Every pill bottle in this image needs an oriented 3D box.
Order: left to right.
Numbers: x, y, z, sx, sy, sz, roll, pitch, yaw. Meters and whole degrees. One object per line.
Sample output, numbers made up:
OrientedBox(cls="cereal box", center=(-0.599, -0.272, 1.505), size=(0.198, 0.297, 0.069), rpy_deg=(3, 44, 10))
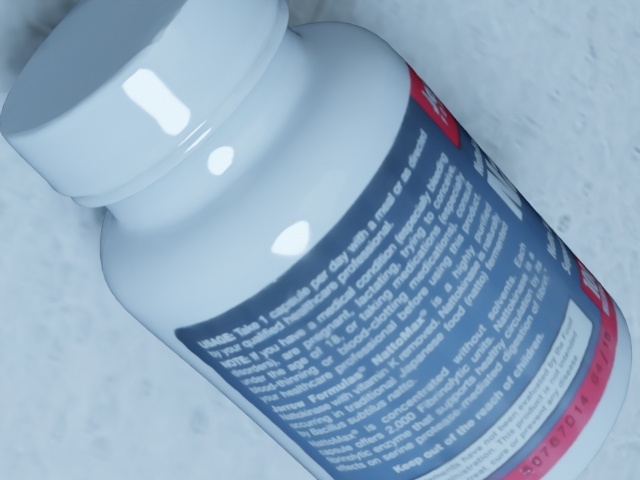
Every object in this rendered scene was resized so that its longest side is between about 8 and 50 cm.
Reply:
OrientedBox(cls="pill bottle", center=(0.000, 0.000, 0.432), size=(0.180, 0.108, 0.108), rpy_deg=(45, 68, -27))
